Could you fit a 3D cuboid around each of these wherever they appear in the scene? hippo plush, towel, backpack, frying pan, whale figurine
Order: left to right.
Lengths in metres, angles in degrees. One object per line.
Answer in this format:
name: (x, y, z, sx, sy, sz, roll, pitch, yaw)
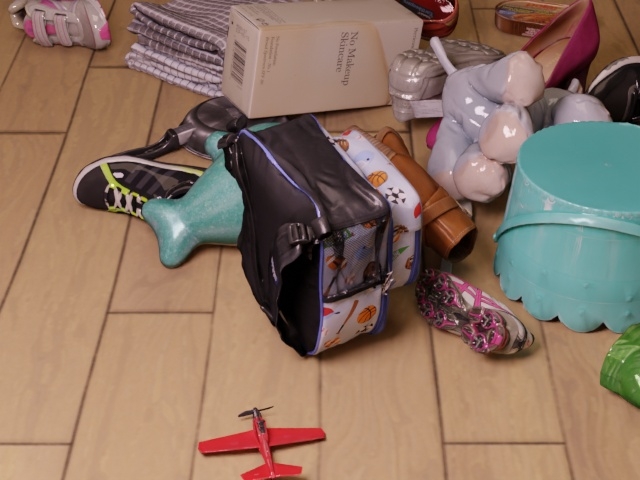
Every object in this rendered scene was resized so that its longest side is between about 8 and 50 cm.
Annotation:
frying pan: (-0.201, -0.185, 2.096, 0.326, 0.053, 0.197, -1, 33, -6)
towel: (-0.181, -0.369, 2.301, 0.284, 0.121, 0.235, 24, 40, 33)
whale figurine: (-0.113, -0.062, 1.782, 0.272, 0.141, 0.216, -21, 76, -4)
backpack: (0.000, 0.000, 1.617, 0.213, 0.263, 0.276, -9, 38, -22)
hippo plush: (0.295, -0.150, 1.915, 0.237, 0.234, 0.294, 15, 5, -26)

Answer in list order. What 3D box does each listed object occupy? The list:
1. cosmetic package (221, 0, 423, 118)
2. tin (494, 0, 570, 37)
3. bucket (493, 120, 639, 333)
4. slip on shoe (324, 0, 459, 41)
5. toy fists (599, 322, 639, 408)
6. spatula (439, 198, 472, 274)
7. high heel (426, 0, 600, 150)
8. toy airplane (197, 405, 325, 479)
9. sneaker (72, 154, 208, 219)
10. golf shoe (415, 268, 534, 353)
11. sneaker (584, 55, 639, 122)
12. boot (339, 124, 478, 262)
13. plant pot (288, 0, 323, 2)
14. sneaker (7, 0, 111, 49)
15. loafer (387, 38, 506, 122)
cosmetic package: (0.002, -0.304, 2.123, 0.310, 0.160, 0.113, -9, 34, -28)
tin: (0.423, -0.417, 2.439, 0.190, 0.040, 0.106, 13, 40, 19)
bucket: (0.373, -0.025, 1.714, 0.281, 0.183, 0.281, 0, 34, 0)
slip on shoe: (0.096, -0.452, 2.245, 0.331, 0.101, 0.123, 25, 76, -7)
toy fists: (0.470, 0.126, 1.566, 0.142, 0.096, 0.279, 27, 41, 34)
spatula: (0.128, -0.006, 1.840, 0.168, 0.019, 0.242, 5, 34, 7)
high heel: (0.308, -0.268, 2.082, 0.127, 0.181, 0.377, 28, 43, 35)
toy airplane: (-0.065, 0.238, 1.466, 0.151, 0.028, 0.151, 1, 33, 0)
sneaker: (-0.250, -0.067, 1.880, 0.235, 0.084, 0.097, 0, 35, 1)
golf shoe: (0.194, 0.095, 1.657, 0.086, 0.067, 0.186, 11, 19, -39)
sneaker: (0.559, -0.240, 2.112, 0.283, 0.107, 0.124, -20, 44, -26)
boot: (0.136, -0.063, 1.803, 0.220, 0.109, 0.283, 41, 3, 12)
plant pot: (0.061, -0.491, 2.401, 0.256, 0.256, 0.274, 27, 57, 35)
sneaker: (-0.485, -0.400, 2.386, 0.252, 0.103, 0.111, 22, 43, 40)
loafer: (0.211, -0.270, 2.158, 0.112, 0.111, 0.319, 23, 27, 31)
